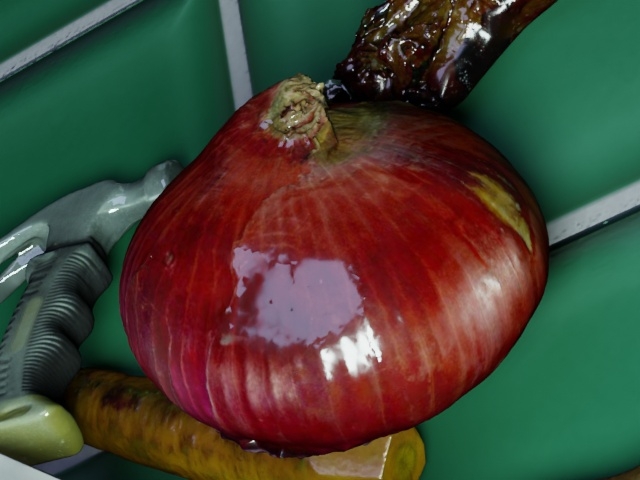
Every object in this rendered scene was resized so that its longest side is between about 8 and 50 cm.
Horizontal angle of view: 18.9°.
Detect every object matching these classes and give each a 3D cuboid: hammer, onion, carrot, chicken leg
[{"bbox_3d":[-0.165,0.048,1.202,0.159,0.041,0.226,-21,36,23],"label":"hammer"},{"bbox_3d":[0.002,0.011,1.040,0.248,0.161,0.248,-25,38,22],"label":"onion"},{"bbox_3d":[-0.077,0.108,1.137,0.314,0.066,0.066,7,71,39],"label":"carrot"},{"bbox_3d":[0.088,-0.139,1.144,0.234,0.063,0.105,-46,53,7],"label":"chicken leg"}]

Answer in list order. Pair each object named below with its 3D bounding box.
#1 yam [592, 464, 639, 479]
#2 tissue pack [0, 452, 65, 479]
[{"bbox_3d":[0.113,0.152,0.988,0.327,0.045,0.045,-25,85,25],"label":"yam"},{"bbox_3d":[-0.151,0.263,1.062,0.159,0.136,0.246,16,78,41],"label":"tissue pack"}]
